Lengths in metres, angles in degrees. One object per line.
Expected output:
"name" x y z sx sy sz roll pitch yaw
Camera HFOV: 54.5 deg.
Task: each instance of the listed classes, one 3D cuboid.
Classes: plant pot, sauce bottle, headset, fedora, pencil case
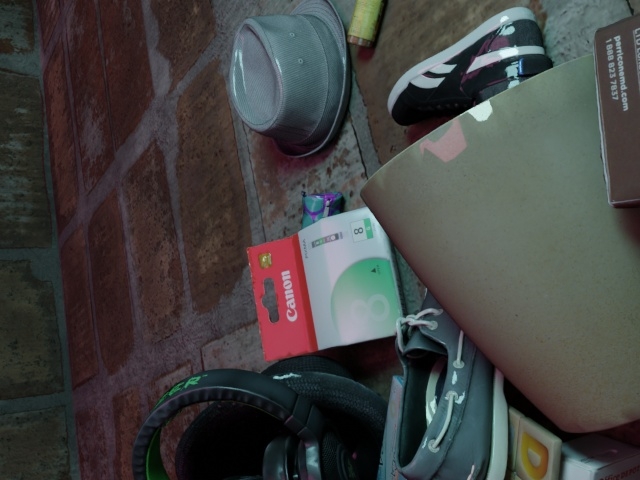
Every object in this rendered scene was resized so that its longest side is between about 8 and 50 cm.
"plant pot" 0.210 0.020 0.568 0.256 0.256 0.274 -33 81 48
"sauce bottle" 0.072 -0.342 0.886 0.042 0.042 0.128 39 120 46
"headset" -0.046 0.319 0.781 0.243 0.185 0.394 -42 95 18
"fedora" -0.067 -0.269 1.001 0.243 0.124 0.276 -29 67 49
"pencil case" 0.000 0.000 0.959 0.070 0.064 0.152 -169 80 -78
"fedora" -0.039 0.280 0.898 0.152 0.334 0.334 -86 18 -61

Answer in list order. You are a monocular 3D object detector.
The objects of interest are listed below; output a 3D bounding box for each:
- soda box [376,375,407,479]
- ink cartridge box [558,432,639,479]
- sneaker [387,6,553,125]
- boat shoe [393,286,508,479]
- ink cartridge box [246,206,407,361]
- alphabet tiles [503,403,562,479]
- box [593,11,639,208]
"soda box" 0.113 0.261 0.770 0.063 0.058 0.183 -129 44 -69
"ink cartridge box" 0.255 0.263 0.593 0.056 0.099 0.135 9 96 54
"sneaker" 0.167 -0.160 0.727 0.217 0.079 0.121 -31 64 47
"boat shoe" 0.133 0.113 0.675 0.116 0.099 0.320 129 154 -51
"ink cartridge box" 0.000 0.064 0.879 0.224 0.056 0.181 -14 76 15
"alphabet tiles" 0.172 0.305 0.666 0.342 0.011 0.285 -157 71 -75
"box" 0.369 -0.106 0.328 0.381 0.191 0.143 -4 91 60
